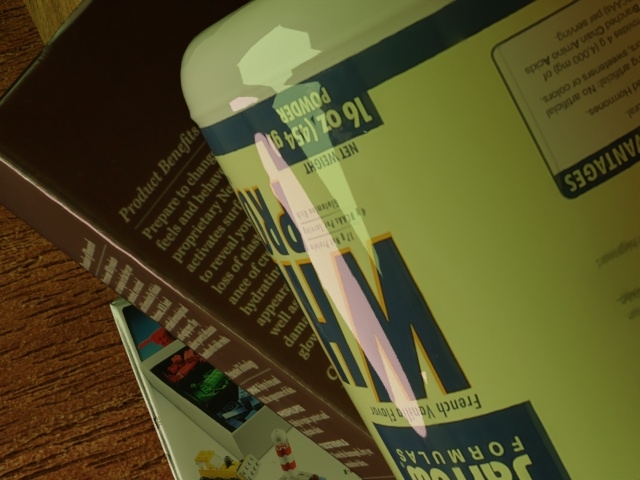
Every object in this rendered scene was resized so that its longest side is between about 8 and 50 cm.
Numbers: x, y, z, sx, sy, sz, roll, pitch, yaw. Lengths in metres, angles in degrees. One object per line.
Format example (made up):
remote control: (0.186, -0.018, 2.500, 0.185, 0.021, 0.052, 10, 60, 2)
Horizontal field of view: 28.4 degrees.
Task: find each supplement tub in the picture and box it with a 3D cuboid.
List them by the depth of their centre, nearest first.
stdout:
supplement tub: (0.108, 0.003, 0.580, 0.325, 0.235, 0.235, 61, 167, -9)

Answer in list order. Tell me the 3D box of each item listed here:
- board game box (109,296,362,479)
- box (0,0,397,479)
board game box: (0.026, 0.081, 0.904, 0.053, 0.305, 0.193, -65, -44, -82)
box: (0.000, 0.000, 0.764, 0.381, 0.191, 0.143, 39, 163, -5)
